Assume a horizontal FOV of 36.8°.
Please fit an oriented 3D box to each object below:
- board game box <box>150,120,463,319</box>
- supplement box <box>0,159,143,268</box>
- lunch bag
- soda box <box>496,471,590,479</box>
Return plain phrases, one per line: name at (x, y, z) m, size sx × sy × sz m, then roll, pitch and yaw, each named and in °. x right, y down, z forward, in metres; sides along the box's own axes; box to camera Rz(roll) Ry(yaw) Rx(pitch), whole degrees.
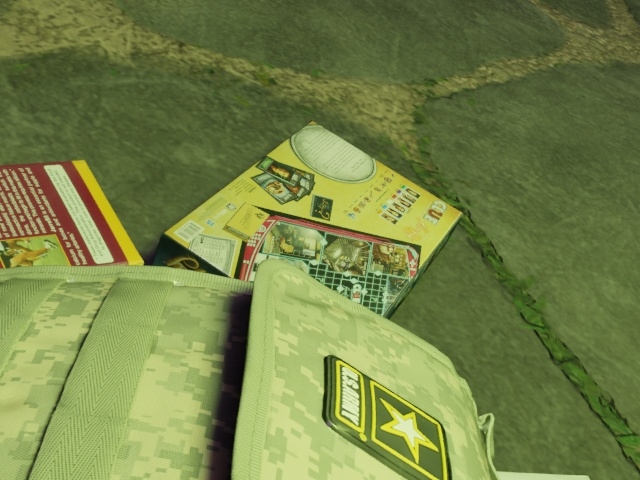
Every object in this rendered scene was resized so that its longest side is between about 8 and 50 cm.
board game box at (0.000, 0.000, 0.776) m, size 0.165 × 0.042 × 0.243 m, roll 33°, pitch 37°, yaw 10°
supplement box at (-0.221, 0.017, 0.590) m, size 0.188 × 0.081 × 0.104 m, roll -8°, pitch 48°, yaw -38°
lunch bag at (-0.054, 0.118, 0.403) m, size 0.287 × 0.169 × 0.235 m, roll 2°, pitch 25°, yaw -1°
soda box at (0.071, 0.184, 0.571) m, size 0.216 × 0.069 × 0.074 m, roll 9°, pitch 39°, yaw -23°
